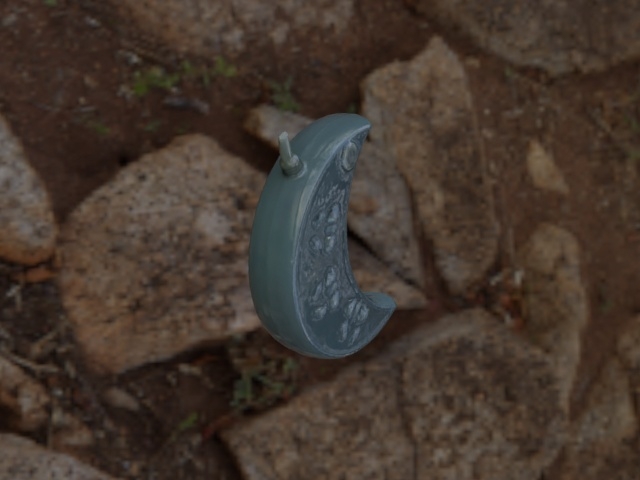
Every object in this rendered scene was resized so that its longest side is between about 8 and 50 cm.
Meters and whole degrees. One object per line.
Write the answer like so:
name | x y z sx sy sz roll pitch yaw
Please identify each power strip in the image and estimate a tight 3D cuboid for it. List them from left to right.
power strip | 0.000 0.000 0.988 0.137 0.044 0.216 -46 138 -38
